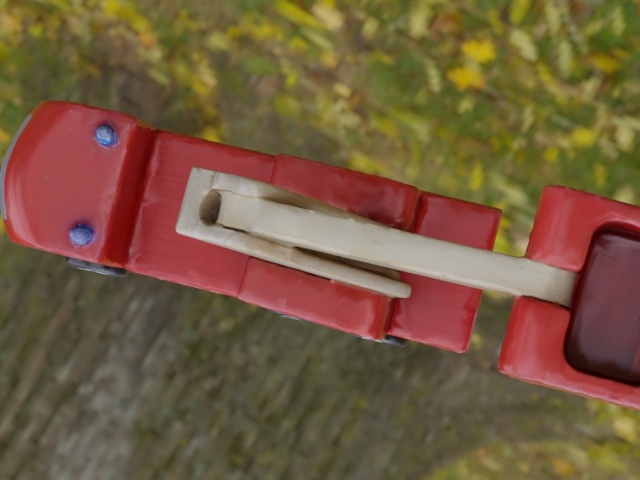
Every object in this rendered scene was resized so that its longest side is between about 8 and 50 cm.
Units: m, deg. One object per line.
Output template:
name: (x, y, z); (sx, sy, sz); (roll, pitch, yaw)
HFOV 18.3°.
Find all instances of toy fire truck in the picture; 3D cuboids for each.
toy fire truck: (0.000, 0.000, 0.526); (0.192, 0.047, 0.135); (14, 178, 5)
